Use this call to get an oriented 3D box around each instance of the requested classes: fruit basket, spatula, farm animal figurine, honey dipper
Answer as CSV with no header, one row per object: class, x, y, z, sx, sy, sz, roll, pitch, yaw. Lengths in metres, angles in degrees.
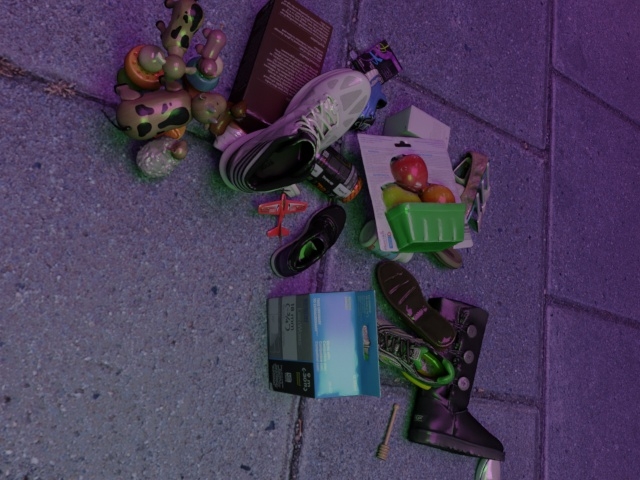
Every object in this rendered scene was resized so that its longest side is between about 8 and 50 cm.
fruit basket,0.268,-0.137,1.555,0.326,0.165,0.353,-2,67,-29
spatula,0.552,-0.151,1.826,0.168,0.019,0.242,-66,153,-18
farm animal figurine,-0.302,-0.315,1.155,0.326,0.172,0.330,-34,137,-10
honey dipper,0.198,0.549,1.550,0.030,0.030,0.161,33,62,-24

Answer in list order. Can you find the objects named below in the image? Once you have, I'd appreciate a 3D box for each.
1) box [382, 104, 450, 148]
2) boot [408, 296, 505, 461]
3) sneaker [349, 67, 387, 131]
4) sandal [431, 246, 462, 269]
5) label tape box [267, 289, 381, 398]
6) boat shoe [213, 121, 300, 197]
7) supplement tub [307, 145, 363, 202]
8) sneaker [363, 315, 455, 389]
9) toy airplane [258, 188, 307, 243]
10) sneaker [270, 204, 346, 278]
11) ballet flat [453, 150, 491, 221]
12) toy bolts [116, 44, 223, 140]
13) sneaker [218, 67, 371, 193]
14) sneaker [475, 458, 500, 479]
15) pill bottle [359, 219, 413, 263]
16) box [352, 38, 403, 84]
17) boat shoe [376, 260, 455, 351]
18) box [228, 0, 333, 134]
box,0.304,-0.337,1.710,0.170,0.130,0.091,22,71,-29
boot,0.459,0.433,1.684,0.367,0.146,0.446,25,64,-29
sneaker,0.092,-0.383,1.581,0.330,0.129,0.147,-39,101,-32
sandal,0.361,-0.017,1.698,0.302,0.086,0.120,32,40,-29
label tape box,-0.007,0.244,1.283,0.105,0.333,0.241,2,80,-33
boat shoe,-0.167,-0.191,1.408,0.096,0.098,0.277,-47,121,2
supplement tub,0.022,-0.195,1.509,0.190,0.117,0.117,36,64,-22
sneaker,0.225,0.298,1.504,0.343,0.146,0.134,26,69,0
toy airplane,-0.103,-0.066,1.434,0.151,0.028,0.151,-12,112,-31
sneaker,0.000,0.000,1.456,0.283,0.124,0.107,-47,108,-30
ballet flat,0.485,-0.183,1.834,0.106,0.107,0.316,30,60,-4
toy bolts,-0.333,-0.366,1.281,0.228,0.158,0.218,-24,95,-34
sneaker,-0.012,-0.244,1.258,0.447,0.257,0.169,-39,119,-11
sneaker,0.546,0.810,1.691,0.094,0.091,0.258,20,71,-29
pill bottle,0.201,0.008,1.608,0.160,0.087,0.087,28,68,-26
box,0.186,-0.565,1.733,0.162,0.029,0.116,-43,105,-30
boat shoe,0.265,0.202,1.589,0.110,0.104,0.307,-30,70,-15
box,-0.112,-0.449,1.455,0.191,0.143,0.382,25,67,-28
